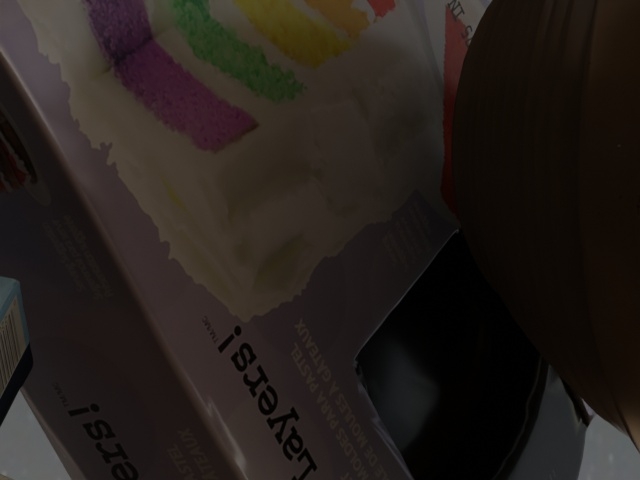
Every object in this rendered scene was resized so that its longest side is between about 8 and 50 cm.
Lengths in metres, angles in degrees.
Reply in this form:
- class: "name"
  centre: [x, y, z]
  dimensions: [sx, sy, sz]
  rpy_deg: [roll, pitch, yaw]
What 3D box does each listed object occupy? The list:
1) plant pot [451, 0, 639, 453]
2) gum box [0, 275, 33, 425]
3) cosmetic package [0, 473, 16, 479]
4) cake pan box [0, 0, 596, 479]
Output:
- class: "plant pot"
  centre: [0.119, -0.033, 0.548]
  dimensions: [0.109, 0.237, 0.237]
  rpy_deg: [6, -55, 36]
- class: "gum box"
  centre: [-0.186, 0.056, 0.401]
  dimensions: [0.184, 0.157, 0.041]
  rpy_deg: [13, -41, 10]
- class: "cosmetic package"
  centre: [-0.326, 0.159, 0.899]
  dimensions: [0.296, 0.153, 0.129]
  rpy_deg: [24, -44, -5]
- class: "cake pan box"
  centre: [0.000, 0.000, 0.561]
  dimensions: [0.070, 0.246, 0.267]
  rpy_deg: [-14, -70, 39]
